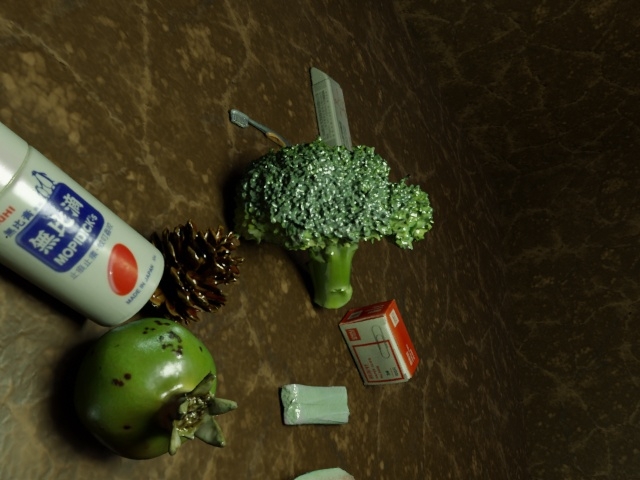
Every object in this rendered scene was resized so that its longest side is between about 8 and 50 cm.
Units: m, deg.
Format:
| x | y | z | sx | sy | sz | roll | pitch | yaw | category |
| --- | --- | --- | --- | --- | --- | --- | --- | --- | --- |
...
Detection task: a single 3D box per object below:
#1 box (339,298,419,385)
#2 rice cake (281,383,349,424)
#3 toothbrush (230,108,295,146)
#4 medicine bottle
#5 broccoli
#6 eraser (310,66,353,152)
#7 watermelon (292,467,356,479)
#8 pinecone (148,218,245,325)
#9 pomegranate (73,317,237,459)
| x | y | z | sx | sy | sz | roll | pitch | yaw | category |
| --- | --- | --- | --- | --- | --- | --- | --- | --- | --- |
| 0.142 | 0.252 | 1.411 | 0.099 | 0.133 | 0.182 | -42 | 113 | -58 | box |
| -0.007 | 0.338 | 1.196 | 0.221 | 0.042 | 0.080 | 25 | 58 | -56 | rice cake |
| -0.102 | -0.237 | 1.355 | 0.321 | 0.023 | 0.031 | 17 | 68 | -56 | toothbrush |
| -0.349 | -0.034 | 0.693 | 0.341 | 0.130 | 0.130 | 48 | 37 | -38 | medicine bottle |
| -0.025 | -0.026 | 1.180 | 0.353 | 0.397 | 0.275 | 46 | 61 | 2 | broccoli |
| 0.037 | -0.319 | 1.607 | 0.089 | 0.061 | 0.352 | 17 | 61 | -58 | eraser |
| -0.002 | 0.520 | 0.960 | 0.224 | 0.180 | 0.305 | 63 | 26 | 4 | watermelon |
| -0.197 | 0.043 | 0.893 | 0.173 | 0.173 | 0.174 | 37 | 45 | -48 | pinecone |
| -0.202 | 0.194 | 0.732 | 0.181 | 0.224 | 0.182 | -11 | 107 | -40 | pomegranate |
